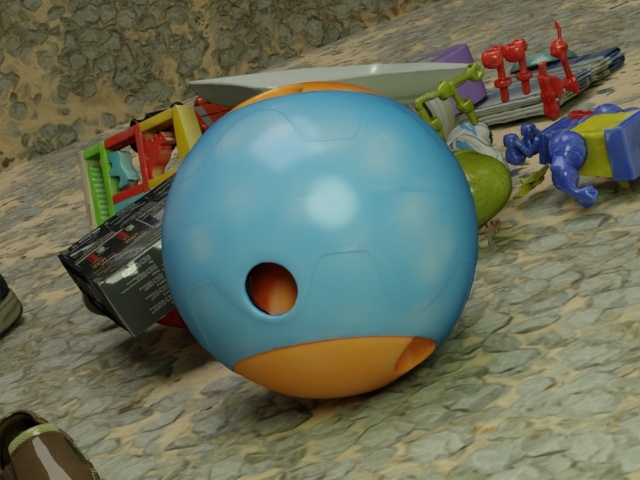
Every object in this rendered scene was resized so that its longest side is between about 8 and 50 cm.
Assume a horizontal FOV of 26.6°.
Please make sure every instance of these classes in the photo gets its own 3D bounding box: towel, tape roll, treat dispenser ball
[{"bbox_3d":[0.341,-0.237,2.145,0.209,0.034,0.285,-10,16,38],"label":"towel"},{"bbox_3d":[0.124,-0.220,2.164,0.274,0.090,0.275,-25,8,4],"label":"tape roll"},{"bbox_3d":[0.000,0.000,1.231,0.288,0.288,0.288,-18,15,5],"label":"treat dispenser ball"}]

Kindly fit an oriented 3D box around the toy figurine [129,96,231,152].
[{"bbox_3d":[-0.158,-0.102,1.934,0.148,0.210,0.213,-17,9,-33],"label":"toy figurine"}]

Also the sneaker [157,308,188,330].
[{"bbox_3d":[-0.132,0.075,1.518,0.221,0.087,0.128,-11,16,30],"label":"sneaker"}]

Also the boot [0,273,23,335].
[{"bbox_3d":[-0.540,0.043,1.730,0.138,0.284,0.377,-12,16,24],"label":"boot"}]

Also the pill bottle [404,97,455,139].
[{"bbox_3d":[0.066,-0.124,1.819,0.162,0.162,0.278,-8,20,34],"label":"pill bottle"}]

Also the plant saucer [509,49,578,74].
[{"bbox_3d":[0.378,-0.307,2.305,0.119,0.021,0.119,-12,1,0],"label":"plant saucer"}]

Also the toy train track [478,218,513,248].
[{"bbox_3d":[0.194,-0.012,1.562,0.048,0.014,0.083,-13,17,21],"label":"toy train track"}]

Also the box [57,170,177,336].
[{"bbox_3d":[-0.136,-0.029,1.543,0.307,0.077,0.242,-37,18,-14],"label":"box"}]

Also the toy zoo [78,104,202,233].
[{"bbox_3d":[-0.228,-0.065,1.843,0.030,0.192,0.293,-3,-10,-43],"label":"toy zoo"}]

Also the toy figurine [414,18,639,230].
[{"bbox_3d":[0.296,-0.130,1.537,0.217,0.191,0.362,3,21,38],"label":"toy figurine"}]

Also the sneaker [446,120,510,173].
[{"bbox_3d":[0.184,-0.104,1.750,0.086,0.085,0.237,2,16,-5],"label":"sneaker"}]

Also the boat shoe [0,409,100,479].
[{"bbox_3d":[-0.238,0.207,1.156,0.095,0.095,0.257,-25,16,-22],"label":"boat shoe"}]

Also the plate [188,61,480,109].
[{"bbox_3d":[0.011,-0.184,1.640,0.278,0.045,0.277,-8,11,-23],"label":"plate"}]

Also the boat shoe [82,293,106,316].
[{"bbox_3d":[-0.222,0.056,1.742,0.178,0.064,0.060,-17,5,-22],"label":"boat shoe"}]
